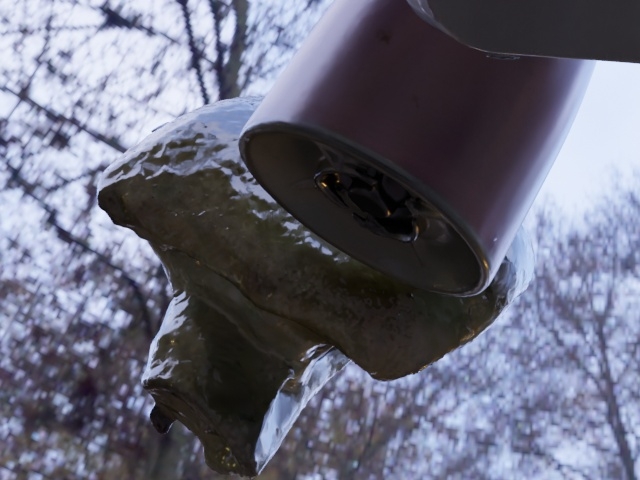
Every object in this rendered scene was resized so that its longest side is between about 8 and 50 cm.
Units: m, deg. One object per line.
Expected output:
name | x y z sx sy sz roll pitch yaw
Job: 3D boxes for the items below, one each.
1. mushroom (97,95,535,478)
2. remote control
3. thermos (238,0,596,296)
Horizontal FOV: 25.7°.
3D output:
mushroom | 0.000 -0.009 0.910 0.212 0.292 0.217 -23 -83 54
remote control | 0.128 -0.097 0.484 0.244 0.022 0.077 -1 -66 -34
thermos | 0.091 -0.120 0.727 0.146 0.265 0.176 36 -15 -13
